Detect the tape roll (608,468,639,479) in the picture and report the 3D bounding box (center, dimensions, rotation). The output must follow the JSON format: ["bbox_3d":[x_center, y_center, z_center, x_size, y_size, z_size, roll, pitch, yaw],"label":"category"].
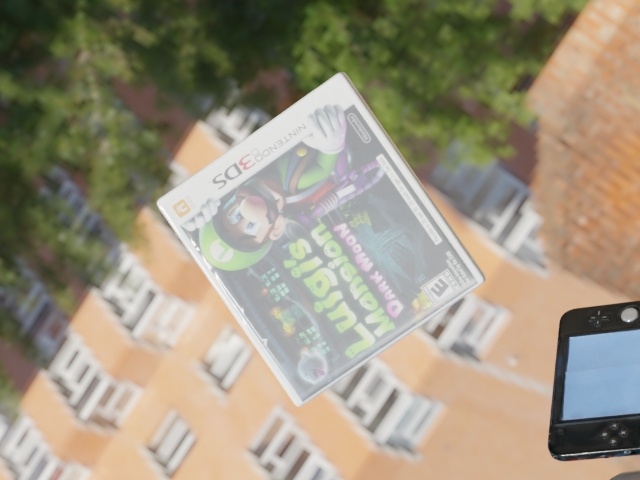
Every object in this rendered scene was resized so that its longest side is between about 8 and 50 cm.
[{"bbox_3d":[0.357,0.314,1.702,0.169,0.246,0.246,-13,158,39],"label":"tape roll"}]

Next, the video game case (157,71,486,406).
[{"bbox_3d":[0.000,0.000,1.448,0.190,0.173,0.022,55,-172,-1],"label":"video game case"}]

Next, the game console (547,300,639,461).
[{"bbox_3d":[0.223,0.081,1.443,0.085,0.124,0.144,61,-150,-42],"label":"game console"}]
